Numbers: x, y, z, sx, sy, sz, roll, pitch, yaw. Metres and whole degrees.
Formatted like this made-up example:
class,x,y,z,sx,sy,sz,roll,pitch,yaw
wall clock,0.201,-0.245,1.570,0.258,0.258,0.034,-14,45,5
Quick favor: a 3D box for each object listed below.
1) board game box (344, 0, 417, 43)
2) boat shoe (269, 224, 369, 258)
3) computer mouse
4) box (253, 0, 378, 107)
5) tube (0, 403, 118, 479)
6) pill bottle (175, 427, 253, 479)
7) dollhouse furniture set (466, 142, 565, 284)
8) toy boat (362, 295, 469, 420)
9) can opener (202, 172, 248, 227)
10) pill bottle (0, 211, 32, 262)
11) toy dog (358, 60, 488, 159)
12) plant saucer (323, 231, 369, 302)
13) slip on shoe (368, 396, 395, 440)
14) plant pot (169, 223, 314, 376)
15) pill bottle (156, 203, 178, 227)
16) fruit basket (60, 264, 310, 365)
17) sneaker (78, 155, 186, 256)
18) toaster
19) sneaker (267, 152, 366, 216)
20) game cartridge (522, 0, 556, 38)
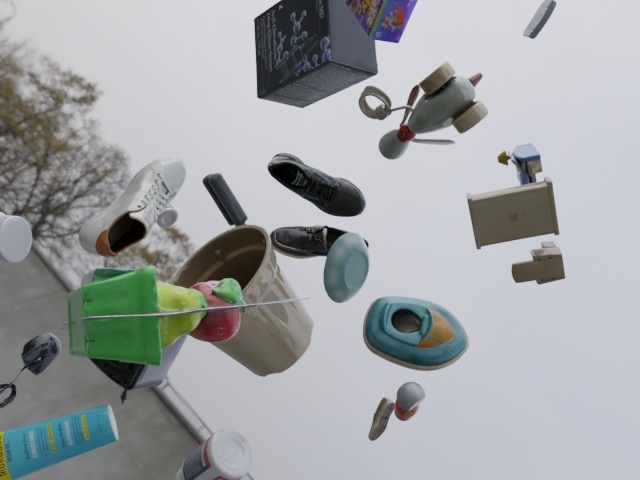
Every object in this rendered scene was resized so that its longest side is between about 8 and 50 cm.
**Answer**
class,x,y,z,sx,sy,sz,roll,pitch,yaw
board game box,0.162,-0.649,1.426,0.233,0.078,0.347,65,-36,38
boat shoe,0.000,0.000,1.838,0.285,0.103,0.092,11,-26,-12
computer mouse,-0.644,0.283,1.430,0.041,0.242,0.071,-13,-65,22
box,-0.024,-0.645,2.164,0.395,0.211,0.294,-12,-102,49
tube,-0.385,0.280,0.891,0.052,0.207,0.080,99,-28,-58
pill bottle,-0.235,0.487,1.403,0.108,0.108,0.180,50,-55,4
dollhouse furniture set,0.493,-0.071,1.712,0.198,0.303,0.287,-11,-69,13
toy boat,0.229,0.275,1.592,0.267,0.318,0.148,10,-33,3
can opener,-0.251,-0.059,1.852,0.074,0.093,0.281,2,-57,52
pill bottle,-0.737,-0.008,1.402,0.208,0.119,0.119,3,-45,16
toy dog,0.271,-0.315,1.572,0.333,0.161,0.220,1,-57,51
plant saucer,0.083,0.076,1.746,0.037,0.195,0.195,13,-44,38
slip on shoe,0.176,0.533,1.961,0.051,0.136,0.041,18,8,-43
plant pot,-0.184,0.181,1.711,0.333,0.334,0.305,15,-30,52
pill bottle,-0.450,-0.092,1.821,0.116,0.065,0.065,45,-25,33
fruit basket,-0.244,0.113,1.122,0.327,0.352,0.166,-17,-96,62
sneaker,-0.370,-0.066,1.400,0.123,0.290,0.106,16,-34,39
toaster,-0.390,0.212,1.367,0.168,0.186,0.110,31,6,27
sneaker,-0.016,-0.127,1.614,0.267,0.101,0.106,25,13,5
game cartridge,0.451,-0.454,1.346,0.017,0.083,0.056,28,19,-9
